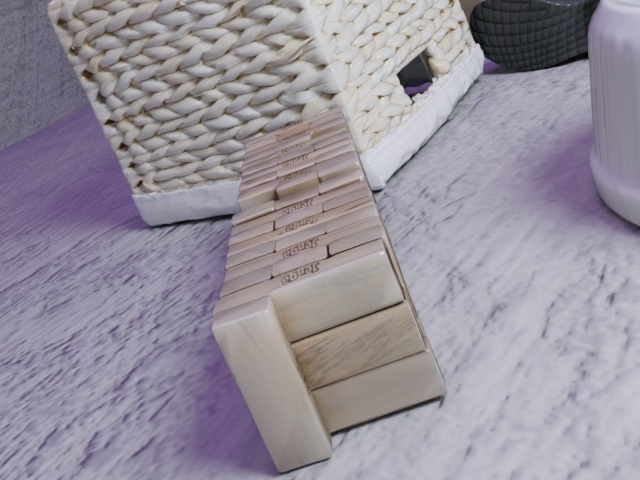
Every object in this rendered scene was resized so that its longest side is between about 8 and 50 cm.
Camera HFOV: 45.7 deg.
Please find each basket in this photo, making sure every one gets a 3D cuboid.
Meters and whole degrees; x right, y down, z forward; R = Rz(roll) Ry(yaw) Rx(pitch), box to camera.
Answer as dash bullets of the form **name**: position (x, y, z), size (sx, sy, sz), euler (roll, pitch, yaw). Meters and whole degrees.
- **basket**: position (-0.048, -0.214, 0.830), size (0.331, 0.267, 0.328), euler (-8, 26, 36)

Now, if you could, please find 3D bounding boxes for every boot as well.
- **boot**: position (0.308, -0.255, 0.855), size (0.246, 0.084, 0.161), euler (10, 30, 45)

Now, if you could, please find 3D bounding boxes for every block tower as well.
- **block tower**: position (0.000, 0.000, 0.504), size (0.097, 0.091, 0.335), euler (-20, 22, 7)

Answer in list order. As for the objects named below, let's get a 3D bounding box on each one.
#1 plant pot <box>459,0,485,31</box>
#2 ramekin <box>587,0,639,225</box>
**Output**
- **plant pot**: position (0.187, -0.375, 1.127), size (0.109, 0.237, 0.237), euler (21, 25, -4)
- **ramekin**: position (0.289, -0.116, 0.445), size (0.272, 0.127, 0.273), euler (-19, 22, 8)
